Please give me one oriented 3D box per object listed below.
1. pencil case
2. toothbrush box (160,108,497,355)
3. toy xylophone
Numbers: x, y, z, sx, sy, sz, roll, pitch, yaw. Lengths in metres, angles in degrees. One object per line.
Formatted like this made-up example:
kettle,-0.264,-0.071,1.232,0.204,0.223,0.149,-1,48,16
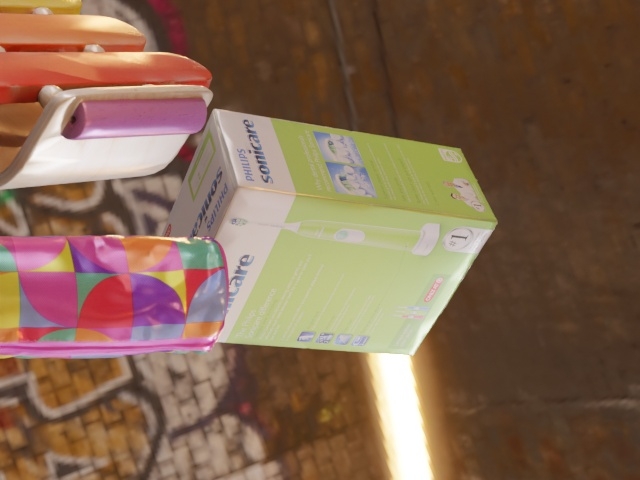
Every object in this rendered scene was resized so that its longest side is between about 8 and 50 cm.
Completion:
pencil case,-0.186,0.048,0.934,0.104,0.236,0.104,177,-90,-68
toothbrush box,0.000,0.000,1.256,0.206,0.283,0.122,-63,-147,37
toy xylophone,-0.226,-0.119,0.716,0.323,0.236,0.081,33,-64,21
